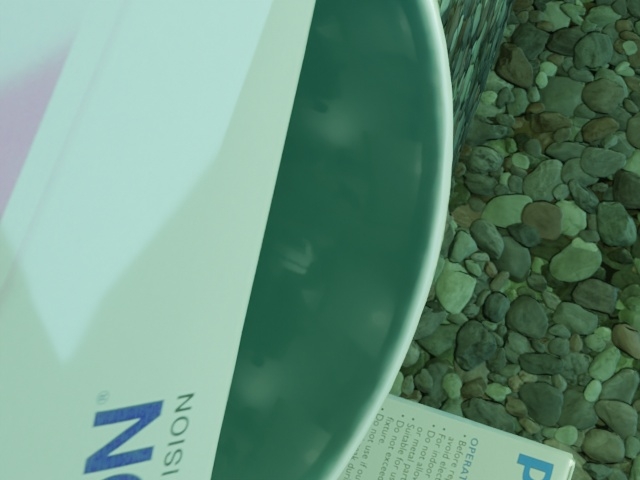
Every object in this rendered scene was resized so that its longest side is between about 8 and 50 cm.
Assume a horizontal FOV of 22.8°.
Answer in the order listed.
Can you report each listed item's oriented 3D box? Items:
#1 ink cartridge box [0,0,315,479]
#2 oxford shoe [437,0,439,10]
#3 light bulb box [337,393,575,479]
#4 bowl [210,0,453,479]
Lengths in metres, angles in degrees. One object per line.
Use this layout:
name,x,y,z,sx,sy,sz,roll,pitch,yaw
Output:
ink cartridge box,-0.149,-0.013,0.304,0.330,0.071,0.324,-5,116,-42
oxford shoe,0.044,-0.236,1.352,0.140,0.146,0.397,-8,114,-77
light bulb box,0.013,0.243,1.372,0.358,0.361,0.225,61,47,-78
bowl,-0.127,-0.012,0.488,0.311,0.163,0.311,-21,125,-34
